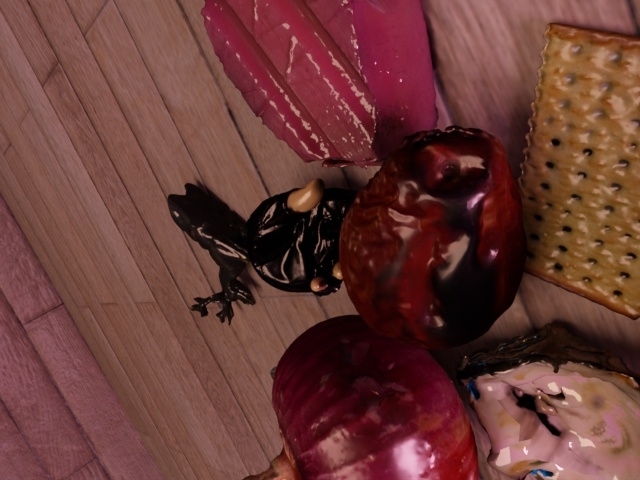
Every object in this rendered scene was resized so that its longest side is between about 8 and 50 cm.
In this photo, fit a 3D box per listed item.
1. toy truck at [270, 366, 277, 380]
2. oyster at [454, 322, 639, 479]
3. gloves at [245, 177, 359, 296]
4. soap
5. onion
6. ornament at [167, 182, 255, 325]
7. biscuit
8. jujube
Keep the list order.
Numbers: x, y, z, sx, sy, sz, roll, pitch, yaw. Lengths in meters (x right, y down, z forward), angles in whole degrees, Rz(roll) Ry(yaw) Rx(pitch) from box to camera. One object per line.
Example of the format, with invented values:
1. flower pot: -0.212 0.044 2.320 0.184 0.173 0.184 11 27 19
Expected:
1. toy truck: 0.015 0.207 0.861 0.116 0.085 0.191 54 144 -3
2. oyster: 0.244 0.181 0.558 0.260 0.092 0.198 0 117 41
3. gloves: 0.000 0.000 0.689 0.204 0.124 0.164 -10 124 36
4. soap: -0.001 -0.192 0.539 0.289 0.112 0.182 55 146 5
5. onion: 0.056 0.217 0.646 0.256 0.272 0.230 27 142 33
6. ornament: -0.193 0.042 0.990 0.202 0.080 0.236 37 141 22
7. biscuit: 0.224 -0.047 0.458 0.139 0.016 0.231 28 136 36
8. jujube: 0.098 0.001 0.504 0.168 0.168 0.236 40 158 24
